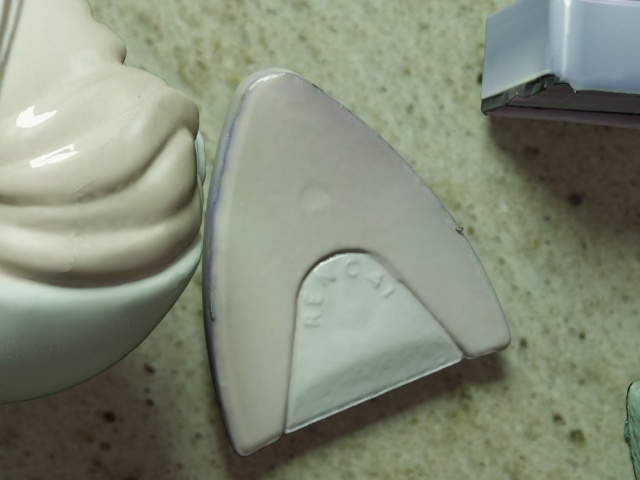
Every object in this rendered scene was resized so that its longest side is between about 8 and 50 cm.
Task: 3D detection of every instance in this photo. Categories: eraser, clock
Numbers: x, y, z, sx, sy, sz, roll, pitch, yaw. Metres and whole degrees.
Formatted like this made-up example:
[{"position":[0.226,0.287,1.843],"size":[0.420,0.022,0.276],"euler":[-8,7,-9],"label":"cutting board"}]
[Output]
[{"position":[0.000,0.000,0.975],"size":[0.204,0.059,0.243],"euler":[-21,107,-7],"label":"eraser"},{"position":[0.215,-0.115,0.955],"size":[0.193,0.144,0.073],"euler":[3,88,-13],"label":"clock"}]

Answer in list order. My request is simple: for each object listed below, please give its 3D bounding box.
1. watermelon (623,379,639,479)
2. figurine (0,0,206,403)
[{"position":[0.275,0.188,1.006],"size":[0.214,0.289,0.320],"euler":[43,104,14],"label":"watermelon"},{"position":[-0.175,-0.025,0.788],"size":[0.253,0.361,0.211],"euler":[-10,92,-14],"label":"figurine"}]
